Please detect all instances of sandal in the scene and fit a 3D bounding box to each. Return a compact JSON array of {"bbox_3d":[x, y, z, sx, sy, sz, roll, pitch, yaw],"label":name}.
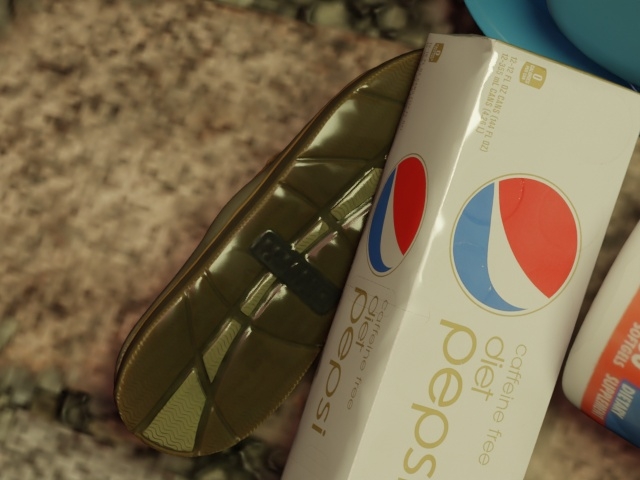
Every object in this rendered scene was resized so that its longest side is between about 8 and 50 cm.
[{"bbox_3d":[0.000,0.000,0.824,0.219,0.060,0.090,-46,110,-1],"label":"sandal"}]

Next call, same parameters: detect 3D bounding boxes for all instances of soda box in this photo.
[{"bbox_3d":[0.051,0.031,0.774,0.074,0.069,0.216,18,91,-21],"label":"soda box"}]

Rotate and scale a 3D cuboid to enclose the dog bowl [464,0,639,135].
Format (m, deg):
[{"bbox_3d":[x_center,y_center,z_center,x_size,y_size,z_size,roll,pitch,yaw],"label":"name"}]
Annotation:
[{"bbox_3d":[0.203,-0.083,0.755,0.297,0.166,0.074,21,71,15],"label":"dog bowl"}]

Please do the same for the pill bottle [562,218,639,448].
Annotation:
[{"bbox_3d":[0.213,0.064,0.734,0.221,0.124,0.124,31,86,17],"label":"pill bottle"}]
